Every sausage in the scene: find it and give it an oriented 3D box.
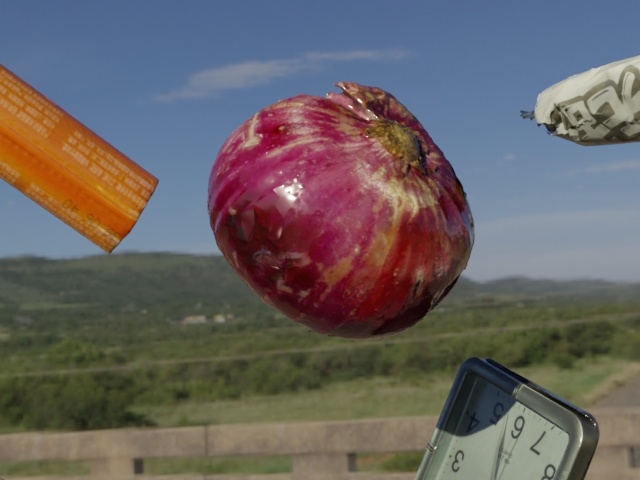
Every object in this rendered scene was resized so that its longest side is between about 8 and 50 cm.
[{"bbox_3d":[-0.305,-0.113,0.990,0.312,0.093,0.093,37,-19,-15],"label":"sausage"}]

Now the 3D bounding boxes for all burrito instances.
[{"bbox_3d":[0.434,-0.186,1.358,0.139,0.101,0.445,37,-20,-24],"label":"burrito"}]

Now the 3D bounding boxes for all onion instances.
[{"bbox_3d":[0.012,-0.014,1.050,0.256,0.272,0.230,31,29,28],"label":"onion"}]

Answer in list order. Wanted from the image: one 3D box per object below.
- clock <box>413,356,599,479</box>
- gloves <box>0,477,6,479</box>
[{"bbox_3d":[0.209,0.300,1.246,0.049,0.279,0.273,20,4,-24],"label":"clock"},{"bbox_3d":[-0.456,0.365,1.252,0.301,0.197,0.152,-11,-36,-6],"label":"gloves"}]
